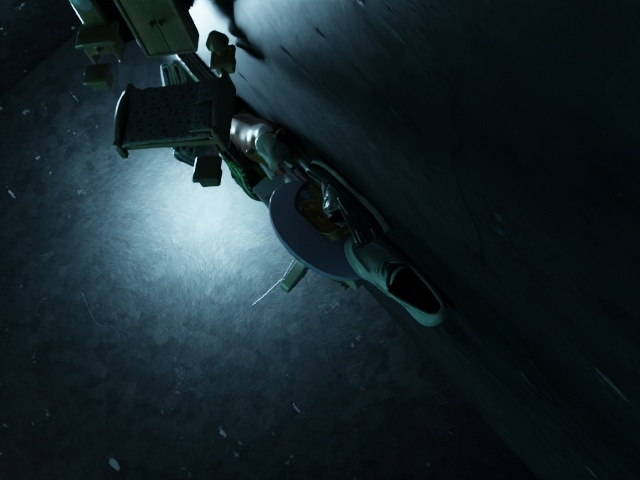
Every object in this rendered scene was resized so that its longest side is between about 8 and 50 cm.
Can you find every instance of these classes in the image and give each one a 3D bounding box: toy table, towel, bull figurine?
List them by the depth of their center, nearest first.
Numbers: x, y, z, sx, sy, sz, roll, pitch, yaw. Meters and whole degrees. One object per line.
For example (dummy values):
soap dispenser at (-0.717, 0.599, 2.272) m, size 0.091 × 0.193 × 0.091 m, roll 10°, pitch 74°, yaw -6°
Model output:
toy table at (0.000, 0.000, 1.662) m, size 0.274 × 0.252 × 0.161 m, roll 51°, pitch 162°, yaw 13°
bull figurine at (-0.115, -0.210, 1.668) m, size 0.188 × 0.101 × 0.310 m, roll 48°, pitch 178°, yaw -35°
towel at (-0.335, -0.464, 2.197) m, size 0.282 × 0.049 × 0.187 m, roll 49°, pitch 177°, yaw -4°
towel at (-0.428, -0.411, 2.434) m, size 0.374 × 0.090 × 0.321 m, roll 8°, pitch -106°, yaw -85°

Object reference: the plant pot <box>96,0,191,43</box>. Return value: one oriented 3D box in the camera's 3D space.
plant pot at (-0.396, -0.492, 1.432) m, size 0.187 × 0.167 × 0.188 m, roll 49°, pitch 176°, yaw -36°

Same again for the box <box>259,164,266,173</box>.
box at (-0.177, -0.263, 2.368) m, size 0.137 × 0.027 × 0.094 m, roll -136°, pitch 31°, yaw -60°

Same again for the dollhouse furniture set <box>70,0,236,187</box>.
dollhouse furniture set at (-0.316, -0.272, 1.235) m, size 0.174 × 0.303 × 0.356 m, roll 68°, pitch -159°, yaw -59°

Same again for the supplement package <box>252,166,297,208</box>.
supplement package at (-0.106, -0.132, 2.329) m, size 0.139 × 0.134 × 0.244 m, roll 48°, pitch 178°, yaw 12°

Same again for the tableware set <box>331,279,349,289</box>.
tableware set at (0.074, 0.043, 1.760) m, size 0.104 × 0.154 × 0.024 m, roll 46°, pitch 158°, yaw 4°

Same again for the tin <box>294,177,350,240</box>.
tin at (0.016, -0.071, 1.520) m, size 0.040 × 0.106 × 0.190 m, roll 40°, pitch -175°, yaw -42°

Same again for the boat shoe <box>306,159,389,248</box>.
boat shoe at (0.035, -0.077, 1.414) m, size 0.233 × 0.079 × 0.084 m, roll 48°, pitch 180°, yaw 34°

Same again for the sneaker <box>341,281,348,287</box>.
sneaker at (0.054, 0.043, 2.007) m, size 0.139 × 0.125 × 0.341 m, roll 41°, pitch 172°, yaw -4°

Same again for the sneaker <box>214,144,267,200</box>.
sneaker at (-0.285, -0.275, 2.503) m, size 0.344 × 0.134 × 0.146 m, roll 61°, pitch 154°, yaw -11°

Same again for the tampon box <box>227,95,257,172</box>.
tampon box at (-0.217, -0.290, 1.976) m, size 0.161 × 0.120 × 0.101 m, roll 48°, pitch 177°, yaw 14°

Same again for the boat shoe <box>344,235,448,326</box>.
boat shoe at (0.153, 0.073, 1.504) m, size 0.267 × 0.096 × 0.088 m, roll 46°, pitch 173°, yaw 19°

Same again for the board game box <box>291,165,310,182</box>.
board game box at (0.016, -0.092, 2.069) m, size 0.145 × 0.027 × 0.281 m, roll 48°, pitch 177°, yaw 34°
